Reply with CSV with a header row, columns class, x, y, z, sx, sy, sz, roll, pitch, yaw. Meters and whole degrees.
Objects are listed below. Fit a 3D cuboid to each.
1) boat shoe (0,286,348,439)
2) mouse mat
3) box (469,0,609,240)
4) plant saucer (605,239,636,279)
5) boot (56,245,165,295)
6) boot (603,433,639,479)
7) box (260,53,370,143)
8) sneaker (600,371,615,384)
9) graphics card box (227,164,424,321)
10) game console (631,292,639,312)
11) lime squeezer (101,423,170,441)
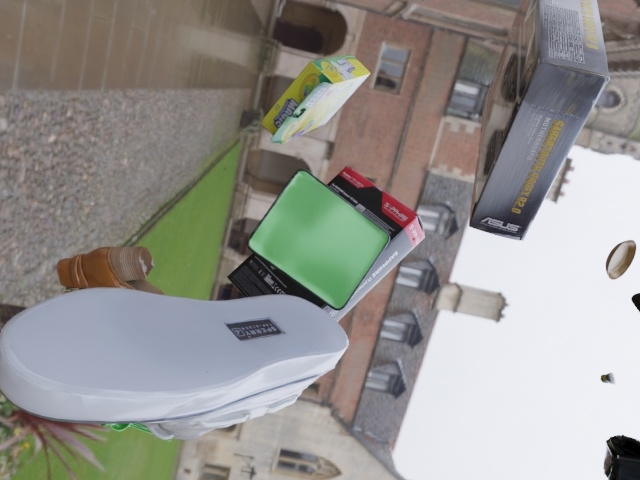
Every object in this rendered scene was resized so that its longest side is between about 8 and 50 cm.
class,x,y,z,sx,sy,sz,roll,pitch,yaw
boat shoe,-0.081,0.090,0.396,0.095,0.258,0.084,46,-67,36
mouse mat,0.000,0.000,0.949,0.152,0.190,0.007,-55,-167,-8
box,0.206,-0.143,0.597,0.183,0.056,0.231,101,6,-45
plant saucer,0.557,0.034,1.143,0.015,0.084,0.083,36,-62,48
boot,-0.333,0.103,0.996,0.073,0.153,0.197,-60,140,-73
boot,0.574,0.354,0.990,0.246,0.207,0.094,-8,103,-63
box,-0.007,-0.182,0.781,0.105,0.043,0.179,-45,-179,28
sneaker,0.747,0.362,1.594,0.083,0.035,0.031,27,54,-57
graphics card box,0.010,0.035,1.301,0.371,0.233,0.094,-43,144,-9
game console,0.438,0.105,0.701,0.071,0.107,0.122,-46,-160,24
lime squeezer,-0.409,0.378,1.269,0.059,0.110,0.310,-50,161,-17
